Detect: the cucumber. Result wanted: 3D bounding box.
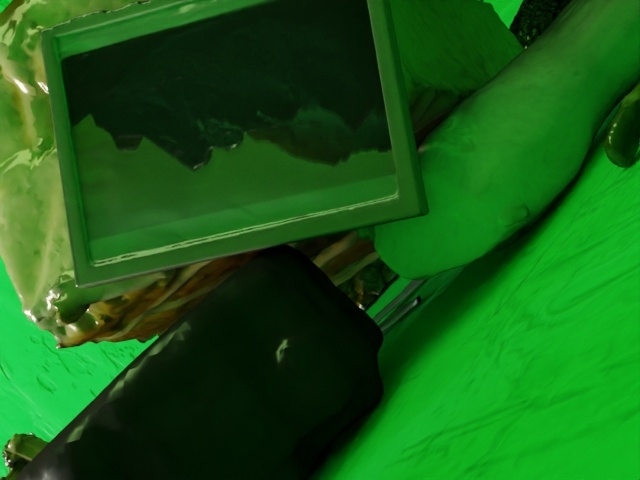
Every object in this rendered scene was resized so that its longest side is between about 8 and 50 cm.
[{"bbox_3d":[0.214,-0.192,1.722,0.077,0.077,0.265,-46,3,24],"label":"cucumber"}]

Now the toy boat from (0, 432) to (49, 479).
[{"bbox_3d":[-0.296,0.283,1.868,0.226,0.068,0.088,95,-162,-48],"label":"toy boat"}]

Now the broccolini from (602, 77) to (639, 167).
[{"bbox_3d":[0.236,-0.130,1.160,0.216,0.067,0.058,-59,5,-20],"label":"broccolini"}]

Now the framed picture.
[{"bbox_3d":[-0.066,-0.084,1.219,0.265,0.192,0.018,-13,-6,23],"label":"framed picture"}]

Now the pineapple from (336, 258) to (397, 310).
[{"bbox_3d":[0.002,-0.002,1.684,0.176,0.137,0.161,-49,5,-27],"label":"pineapple"}]

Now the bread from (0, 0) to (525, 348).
[{"bbox_3d":[-0.054,-0.112,1.422,0.390,0.279,0.371,-36,-18,24],"label":"bread"}]

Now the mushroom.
[{"bbox_3d":[0.164,-0.099,1.269,0.351,0.097,0.109,-47,5,-26],"label":"mushroom"}]

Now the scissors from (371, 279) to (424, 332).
[{"bbox_3d":[0.018,0.094,1.485,0.248,0.017,0.144,-43,6,36],"label":"scissors"}]

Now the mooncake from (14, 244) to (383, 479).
[{"bbox_3d":[-0.080,0.132,1.255,0.283,0.141,0.283,-41,1,1],"label":"mooncake"}]
